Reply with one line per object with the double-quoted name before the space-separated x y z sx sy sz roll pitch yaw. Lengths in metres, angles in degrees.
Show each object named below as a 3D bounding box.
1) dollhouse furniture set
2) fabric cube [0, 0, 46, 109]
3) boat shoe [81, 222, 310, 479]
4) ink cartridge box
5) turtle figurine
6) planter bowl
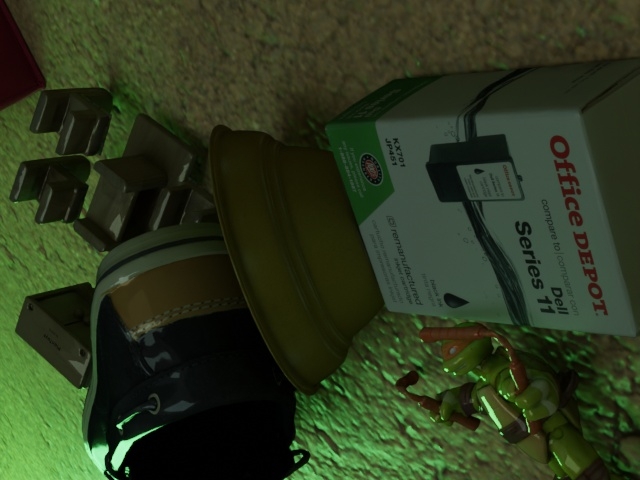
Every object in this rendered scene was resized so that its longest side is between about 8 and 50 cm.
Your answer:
"dollhouse furniture set" -0.169 0.001 1.082 0.212 0.161 0.242 36 117 25
"fabric cube" -0.491 -0.199 1.155 0.254 0.258 0.259 -11 108 52
"boat shoe" -0.111 0.171 0.999 0.500 0.187 0.156 101 151 -59
"ink cartridge box" 0.122 -0.028 0.734 0.208 0.087 0.153 2 118 47
"turtle figurine" 0.154 0.134 0.823 0.217 0.087 0.269 49 164 4
"planter bowl" 0.000 0.000 0.853 0.090 0.217 0.217 -20 105 10
